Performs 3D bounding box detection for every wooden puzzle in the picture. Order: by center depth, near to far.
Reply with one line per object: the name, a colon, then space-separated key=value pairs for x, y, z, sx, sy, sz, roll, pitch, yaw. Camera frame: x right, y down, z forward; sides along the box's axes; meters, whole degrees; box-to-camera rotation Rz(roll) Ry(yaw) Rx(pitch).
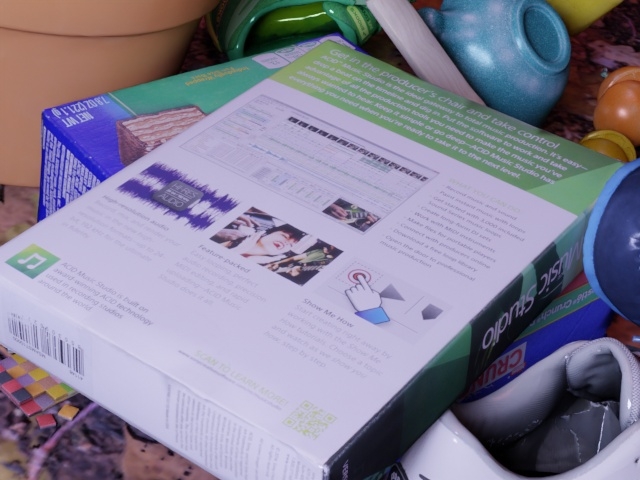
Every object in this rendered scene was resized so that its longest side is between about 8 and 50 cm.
wooden puzzle: x=-0.178 y=0.087 z=0.876 sx=0.049 sy=0.006 sz=0.083 roll=-25 pitch=48 yaw=-38

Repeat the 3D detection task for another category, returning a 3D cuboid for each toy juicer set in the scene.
toy juicer set: x=0.163 y=-0.117 z=1.121 sx=0.329 sy=0.089 sz=0.209 roll=-22 pitch=89 yaw=-45

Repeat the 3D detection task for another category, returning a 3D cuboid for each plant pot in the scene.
plant pot: x=-0.215 y=-0.173 z=1.039 sx=0.290 sy=0.204 sz=0.291 roll=9 pitch=29 yaw=-5

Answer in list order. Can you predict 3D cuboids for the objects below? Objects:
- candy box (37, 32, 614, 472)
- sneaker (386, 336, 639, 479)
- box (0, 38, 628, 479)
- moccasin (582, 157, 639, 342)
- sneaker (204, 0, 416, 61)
candy box: x=0.000 y=0.000 z=0.938 sx=0.268 sy=0.122 sz=0.317 roll=-21 pitch=46 yaw=-34
sneaker: x=0.193 y=0.121 z=0.802 sx=0.330 sy=0.146 sz=0.122 roll=-9 pitch=38 yaw=-26
box: x=0.003 y=0.003 z=0.788 sx=0.232 sy=0.059 sz=0.322 roll=27 pitch=44 yaw=26
moccasin: x=0.305 y=0.026 z=0.859 sx=0.342 sy=0.138 sz=0.117 roll=14 pitch=9 yaw=-39
sneaker: x=0.042 y=-0.220 z=1.227 sx=0.295 sy=0.109 sz=0.124 roll=-20 pitch=53 yaw=10
